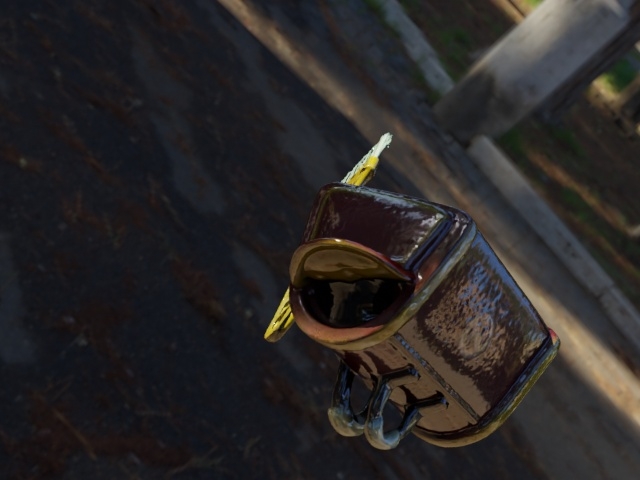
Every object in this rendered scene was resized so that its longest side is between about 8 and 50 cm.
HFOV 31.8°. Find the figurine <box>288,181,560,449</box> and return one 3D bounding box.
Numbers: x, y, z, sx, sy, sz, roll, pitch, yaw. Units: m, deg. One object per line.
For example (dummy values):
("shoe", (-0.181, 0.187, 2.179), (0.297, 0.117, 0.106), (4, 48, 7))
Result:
("figurine", (0.031, 0.041, 0.500), (0.082, 0.098, 0.154), (18, -18, 40))

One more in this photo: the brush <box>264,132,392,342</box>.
("brush", (0.000, 0.000, 0.724), (0.010, 0.082, 0.218), (38, 33, -7))
